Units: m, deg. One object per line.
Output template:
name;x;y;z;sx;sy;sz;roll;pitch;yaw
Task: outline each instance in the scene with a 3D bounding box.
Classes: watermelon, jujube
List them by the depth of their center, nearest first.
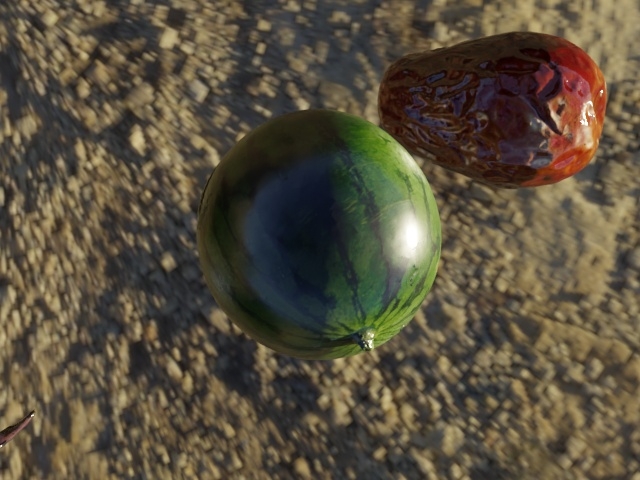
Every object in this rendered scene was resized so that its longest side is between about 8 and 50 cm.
watermelon;-0.002;-0.004;1.602;0.242;0.242;0.242;-2;100;-12
jujube;0.196;-0.151;1.893;0.255;0.190;0.190;3;101;27

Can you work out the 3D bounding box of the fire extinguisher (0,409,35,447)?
fire extinguisher;-0.346;0.060;1.019;0.341;0.105;0.141;31;71;-9
